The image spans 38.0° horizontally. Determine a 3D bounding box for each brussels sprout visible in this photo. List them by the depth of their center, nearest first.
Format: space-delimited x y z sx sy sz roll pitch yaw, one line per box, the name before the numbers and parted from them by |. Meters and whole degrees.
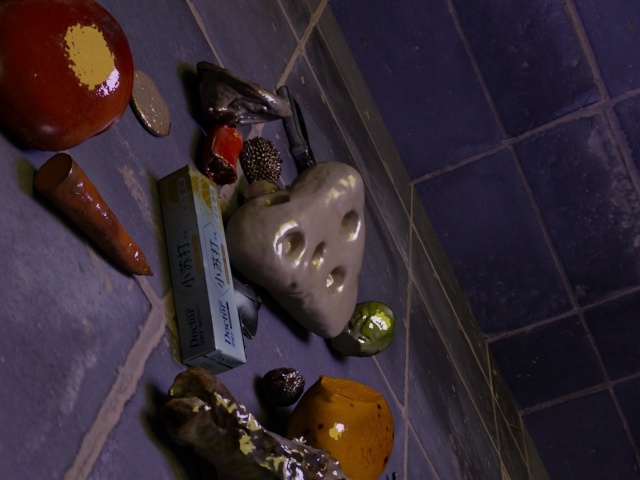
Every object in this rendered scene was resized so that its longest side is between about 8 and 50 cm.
brussels sprout | 0.090 0.188 1.950 0.155 0.155 0.118 -60 128 -71

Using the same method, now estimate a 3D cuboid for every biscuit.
biscuit | -0.275 -0.221 1.492 0.120 0.015 0.120 58 19 -33

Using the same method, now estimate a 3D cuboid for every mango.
mango | 0.021 0.321 1.468 0.290 0.159 0.191 25 82 -71

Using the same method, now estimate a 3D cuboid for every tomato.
tomato | -0.312 -0.224 1.141 0.200 0.139 0.233 58 18 -13

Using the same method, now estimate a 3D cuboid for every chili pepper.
chili pepper | -0.175 -0.155 1.651 0.073 0.070 0.123 18 37 -10

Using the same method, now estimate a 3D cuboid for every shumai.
shumai | -0.158 -0.248 1.740 0.201 0.120 0.201 25 2 -1

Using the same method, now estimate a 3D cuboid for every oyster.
oyster | -0.079 0.294 1.223 0.337 0.133 0.198 49 46 -12

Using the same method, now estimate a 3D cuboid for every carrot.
carrot | -0.275 -0.016 1.168 0.224 0.057 0.057 59 18 -46

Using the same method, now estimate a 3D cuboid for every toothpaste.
toothpaste | -0.179 0.042 1.375 0.089 0.071 0.313 38 34 -55

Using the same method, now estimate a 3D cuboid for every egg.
egg | -0.102 -0.065 1.750 0.080 0.080 0.096 -91 159 -53

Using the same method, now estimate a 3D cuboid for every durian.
durian | -0.112 -0.164 1.874 0.110 0.071 0.140 47 21 -54

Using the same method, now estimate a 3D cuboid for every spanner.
spanner | -0.046 -0.231 2.239 0.095 0.040 0.325 43 28 -58

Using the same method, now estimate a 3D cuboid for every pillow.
pillow | -0.137 0.095 1.467 0.135 0.055 0.091 40 63 -54

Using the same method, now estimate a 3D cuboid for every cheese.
cheese | -0.035 0.057 1.699 0.351 0.129 0.328 -37 130 -49

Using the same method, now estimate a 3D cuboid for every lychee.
lychee | -0.061 0.236 1.503 0.068 0.067 0.083 -49 149 -25

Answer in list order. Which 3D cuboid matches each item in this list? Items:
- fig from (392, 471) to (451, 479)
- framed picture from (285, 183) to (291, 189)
fig | 0.249 0.585 1.975 0.202 0.148 0.149 3 24 -32
framed picture | -0.001 0.000 2.123 0.265 0.018 0.192 42 30 -58
